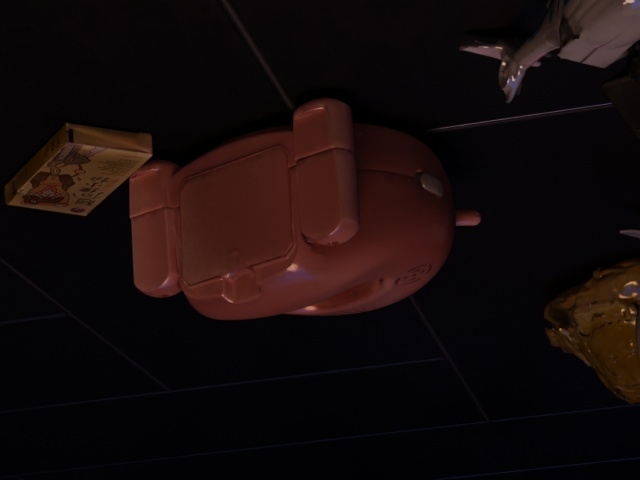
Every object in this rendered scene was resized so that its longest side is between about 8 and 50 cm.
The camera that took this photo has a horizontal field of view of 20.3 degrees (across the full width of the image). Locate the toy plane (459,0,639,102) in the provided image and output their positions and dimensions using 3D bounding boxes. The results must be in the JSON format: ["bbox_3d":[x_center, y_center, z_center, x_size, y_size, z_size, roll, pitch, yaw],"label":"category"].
[{"bbox_3d":[0.150,-0.141,1.113,0.182,0.107,0.273,17,159,-30],"label":"toy plane"}]

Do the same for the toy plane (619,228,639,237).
[{"bbox_3d":[0.359,-0.011,1.576,0.171,0.065,0.162,-17,156,28],"label":"toy plane"}]

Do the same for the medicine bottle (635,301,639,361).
[{"bbox_3d":[0.424,0.040,1.403,0.241,0.241,0.302,10,136,-34],"label":"medicine bottle"}]

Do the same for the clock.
[{"bbox_3d":[0.000,0.000,1.439,0.227,0.142,0.241,-17,160,33],"label":"clock"}]

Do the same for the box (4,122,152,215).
[{"bbox_3d":[-0.195,-0.054,1.418,0.073,0.020,0.149,6,158,-28],"label":"box"}]

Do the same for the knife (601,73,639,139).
[{"bbox_3d":[0.295,-0.104,1.256,0.072,0.019,0.245,47,152,-24],"label":"knife"}]

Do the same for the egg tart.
[{"bbox_3d":[0.369,0.097,1.810,0.295,0.116,0.295,-1,160,-1],"label":"egg tart"}]
